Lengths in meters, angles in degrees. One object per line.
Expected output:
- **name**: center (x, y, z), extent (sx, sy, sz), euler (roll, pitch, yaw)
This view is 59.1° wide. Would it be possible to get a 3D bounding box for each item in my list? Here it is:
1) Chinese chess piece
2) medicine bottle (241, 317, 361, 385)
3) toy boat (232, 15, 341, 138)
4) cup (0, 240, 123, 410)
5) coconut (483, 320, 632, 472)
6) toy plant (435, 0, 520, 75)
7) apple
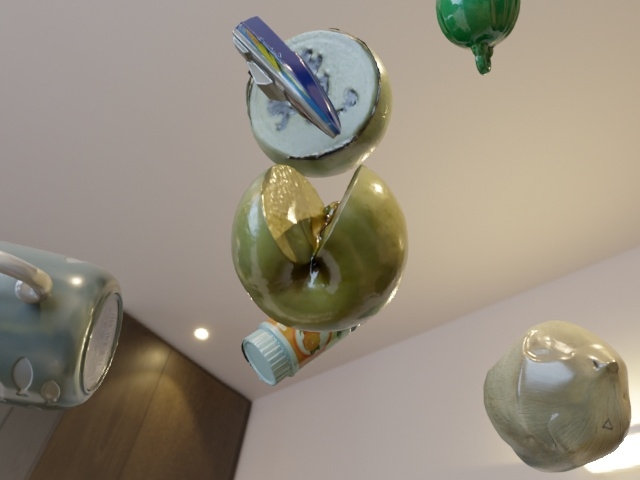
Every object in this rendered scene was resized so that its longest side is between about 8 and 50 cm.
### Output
- **Chinese chess piece**: center (-0.005, -0.323, 1.334), extent (0.349, 0.350, 0.146), euler (-7, -13, 15)
- **medicine bottle**: center (-0.038, 0.231, 1.468), extent (0.158, 0.318, 0.158), euler (38, -34, 32)
- **toy boat**: center (-0.048, -0.261, 0.955), extent (0.088, 0.295, 0.129), euler (-41, -34, 6)
- **cup**: center (-0.480, 0.111, 0.890), extent (0.274, 0.260, 0.357), euler (12, -35, -5)
- **coconut**: center (0.349, 0.225, 0.821), extent (0.224, 0.224, 0.224), euler (5, -48, 5)
- **toy plant**: center (0.177, -0.281, 0.624), extent (0.105, 0.143, 0.201), euler (-2, -84, 32)
- **apple**: center (0.000, 0.000, 0.923), extent (0.291, 0.254, 0.292), euler (4, -66, 8)
